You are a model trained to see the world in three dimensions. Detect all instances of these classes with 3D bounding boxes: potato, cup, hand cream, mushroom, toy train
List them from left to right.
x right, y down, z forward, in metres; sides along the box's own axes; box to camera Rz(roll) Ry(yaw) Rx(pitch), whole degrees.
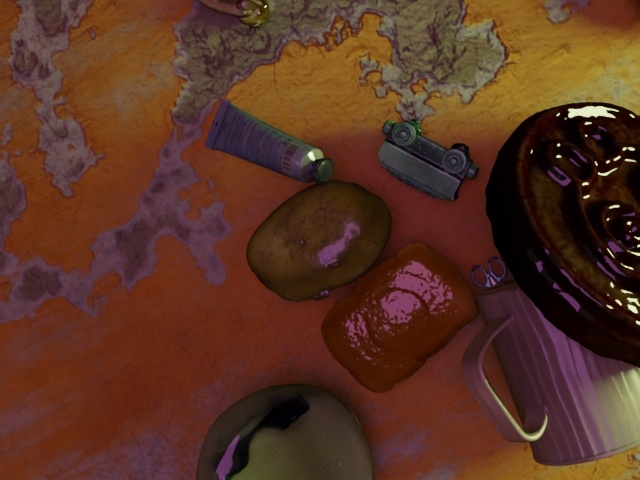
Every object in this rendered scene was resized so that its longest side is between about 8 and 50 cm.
[{"bbox_3d":[-0.174,-0.421,1.280,0.187,0.061,0.060,24,102,15],"label":"mushroom"},{"bbox_3d":[-0.090,-0.160,1.242,0.271,0.058,0.091,27,100,35],"label":"hand cream"},{"bbox_3d":[0.000,0.001,1.204,0.228,0.197,0.148,-47,126,-2],"label":"potato"},{"bbox_3d":[0.170,-0.132,1.209,0.172,0.070,0.100,29,108,10],"label":"toy train"},{"bbox_3d":[0.344,0.182,1.098,0.288,0.208,0.273,-21,86,-3],"label":"cup"}]

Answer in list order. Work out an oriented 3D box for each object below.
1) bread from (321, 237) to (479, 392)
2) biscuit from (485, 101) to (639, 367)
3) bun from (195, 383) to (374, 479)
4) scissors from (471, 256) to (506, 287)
[{"bbox_3d":[0.126,0.121,1.199,0.245,0.121,0.174,-41,82,9],"label":"bread"},{"bbox_3d":[0.424,-0.027,1.022,0.407,0.091,0.408,8,59,-14],"label":"biscuit"},{"bbox_3d":[-0.066,0.378,1.223,0.293,0.187,0.293,1,88,-17],"label":"bun"},{"bbox_3d":[0.294,0.088,1.214,0.058,0.014,0.119,-27,83,13],"label":"scissors"}]
